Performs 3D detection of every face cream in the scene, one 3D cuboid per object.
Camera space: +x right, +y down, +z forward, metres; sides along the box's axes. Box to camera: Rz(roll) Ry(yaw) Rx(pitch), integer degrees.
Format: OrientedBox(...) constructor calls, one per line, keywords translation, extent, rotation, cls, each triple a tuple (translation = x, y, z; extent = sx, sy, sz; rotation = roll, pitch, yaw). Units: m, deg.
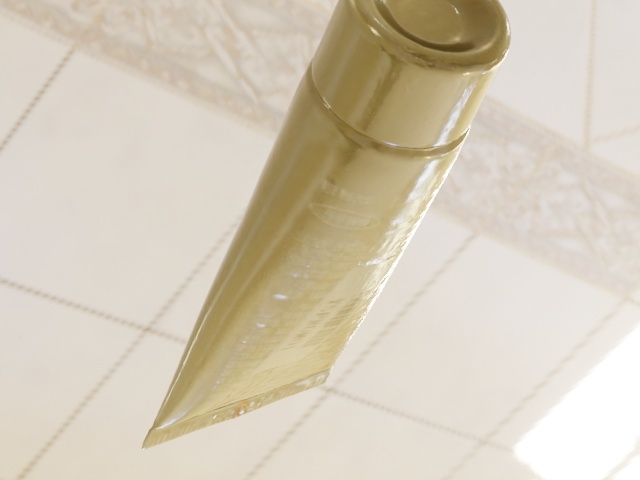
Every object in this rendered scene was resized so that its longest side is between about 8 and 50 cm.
OrientedBox(translation=(0.000, 0.000, 0.823), extent=(0.137, 0.084, 0.341), rotation=(-18, 149, -34), cls="face cream")
